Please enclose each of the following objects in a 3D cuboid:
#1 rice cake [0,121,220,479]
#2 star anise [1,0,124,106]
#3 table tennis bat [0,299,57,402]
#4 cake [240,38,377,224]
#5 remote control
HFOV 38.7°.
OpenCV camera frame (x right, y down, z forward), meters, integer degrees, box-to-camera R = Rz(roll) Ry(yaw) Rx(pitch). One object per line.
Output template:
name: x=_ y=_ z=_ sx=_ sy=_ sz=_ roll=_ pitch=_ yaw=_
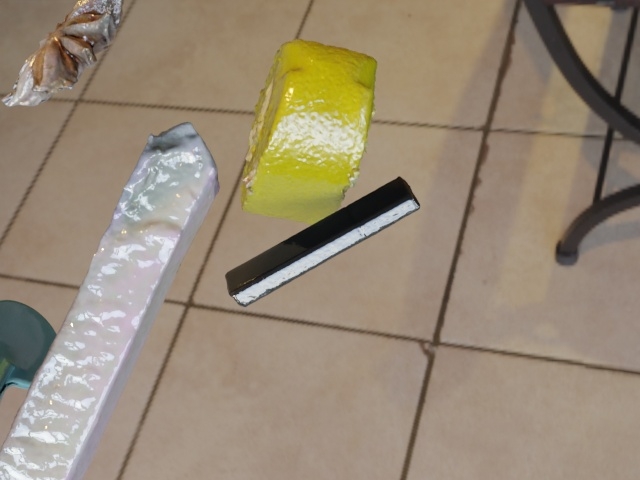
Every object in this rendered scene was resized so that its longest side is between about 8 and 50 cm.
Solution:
rice cake: x=-0.155 y=0.093 z=0.590 sx=0.056 sy=0.073 sz=0.365 roll=25 pitch=86 yaw=-4
star anise: x=-0.289 y=-0.224 z=1.067 sx=0.182 sy=0.065 sz=0.195 roll=-30 pitch=27 yaw=35
table tennis bat: x=-0.379 y=0.148 z=1.110 sx=0.033 sy=0.124 sz=0.201 roll=-38 pitch=23 yaw=24
cake: x=-0.018 y=-0.126 z=1.158 sx=0.156 sy=0.260 sz=0.179 roll=8 pitch=69 yaw=-10
remote control: x=0.000 y=0.000 z=1.068 sx=0.245 sy=0.025 sz=0.063 roll=-30 pitch=37 yaw=4
